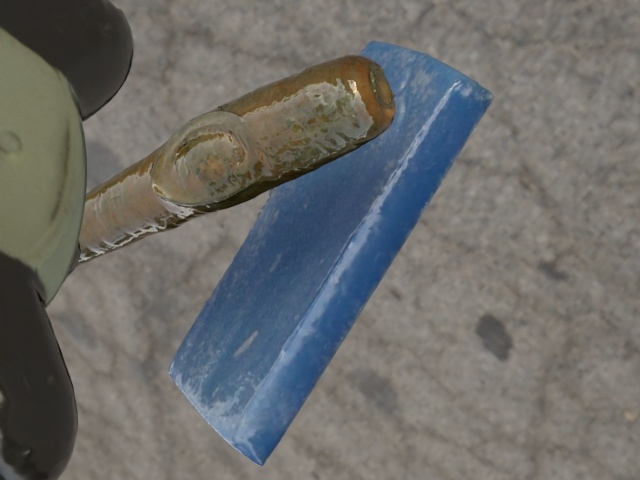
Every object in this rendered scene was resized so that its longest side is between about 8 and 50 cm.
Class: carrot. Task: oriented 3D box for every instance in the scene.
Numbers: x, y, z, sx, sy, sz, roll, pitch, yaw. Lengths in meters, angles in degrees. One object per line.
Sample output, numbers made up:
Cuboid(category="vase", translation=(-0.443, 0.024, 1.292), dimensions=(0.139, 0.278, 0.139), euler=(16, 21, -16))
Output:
Cuboid(category="carrot", translation=(-0.096, -0.039, 0.925), dimensions=(0.342, 0.070, 0.070), euler=(-23, 109, 33))

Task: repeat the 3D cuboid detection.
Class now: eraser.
Cuboid(category="eraser", translation=(0.000, 0.000, 1.001), dimensions=(0.042, 0.312, 0.144), euler=(30, -177, -31))

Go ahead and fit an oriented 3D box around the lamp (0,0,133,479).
Cuboid(category="lamp", translation=(-0.168, 0.014, 0.384), dimensions=(0.243, 0.198, 0.198), euler=(-19, 113, 31))
